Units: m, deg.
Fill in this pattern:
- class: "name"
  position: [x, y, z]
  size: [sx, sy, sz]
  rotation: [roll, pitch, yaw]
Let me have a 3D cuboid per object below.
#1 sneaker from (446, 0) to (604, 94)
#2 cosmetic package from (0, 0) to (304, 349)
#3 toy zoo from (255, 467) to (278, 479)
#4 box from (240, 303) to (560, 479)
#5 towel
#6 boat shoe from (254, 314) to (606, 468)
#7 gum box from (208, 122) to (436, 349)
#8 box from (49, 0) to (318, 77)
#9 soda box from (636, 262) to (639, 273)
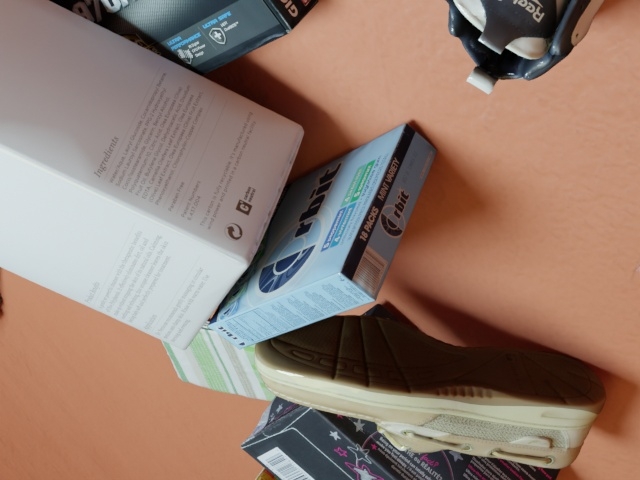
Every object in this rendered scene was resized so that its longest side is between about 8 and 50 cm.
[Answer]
- class: "sneaker"
  position: [0.141, -0.177, 0.692]
  size: [0.094, 0.153, 0.235]
  rotation: [35, 143, 1]
- class: "cosmetic package"
  position: [-0.226, -0.073, 0.990]
  size: [0.366, 0.155, 0.197]
  rotation: [27, 147, -10]
- class: "toy zoo"
  position: [0.006, 0.318, 1.302]
  size: [0.192, 0.030, 0.293]
  rotation: [36, 175, 4]
- class: "box"
  position: [0.078, 0.209, 1.165]
  size: [0.247, 0.142, 0.163]
  rotation: [42, 144, -6]
- class: "towel"
  position: [-0.107, 0.128, 1.328]
  size: [0.152, 0.023, 0.113]
  rotation: [8, 137, 29]
- class: "boat shoe"
  position: [0.088, 0.140, 1.031]
  size: [0.302, 0.109, 0.098]
  rotation: [8, 120, -8]
- class: "gum box"
  position: [0.000, 0.000, 0.987]
  size: [0.041, 0.157, 0.184]
  rotation: [40, 144, -22]
- class: "box"
  position: [-0.131, -0.213, 0.952]
  size: [0.220, 0.051, 0.175]
  rotation: [-15, 120, 46]
- class: "soda box"
  position: [0.291, -0.026, 0.809]
  size: [0.058, 0.063, 0.183]
  rotation: [34, 144, 2]
